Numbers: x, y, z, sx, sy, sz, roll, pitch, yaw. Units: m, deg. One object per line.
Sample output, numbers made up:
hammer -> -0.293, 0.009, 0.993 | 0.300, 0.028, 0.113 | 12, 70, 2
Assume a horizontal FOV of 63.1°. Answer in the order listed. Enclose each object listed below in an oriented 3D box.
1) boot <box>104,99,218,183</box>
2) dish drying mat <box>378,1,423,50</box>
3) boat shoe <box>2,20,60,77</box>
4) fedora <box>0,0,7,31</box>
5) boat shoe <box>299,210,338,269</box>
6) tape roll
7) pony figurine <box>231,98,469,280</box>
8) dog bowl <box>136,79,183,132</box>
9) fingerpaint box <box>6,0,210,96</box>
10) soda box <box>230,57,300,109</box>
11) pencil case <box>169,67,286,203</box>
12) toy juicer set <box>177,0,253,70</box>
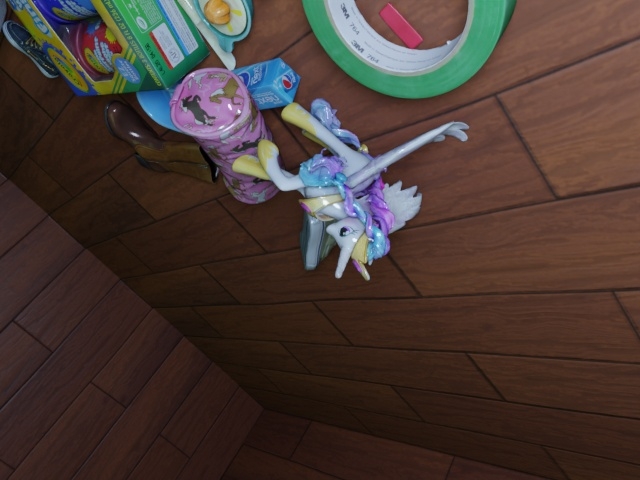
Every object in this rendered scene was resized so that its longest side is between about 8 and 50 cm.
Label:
boot -> -0.449, -0.273, 1.475 | 0.280, 0.096, 0.264 | 16, 144, 28
dish drying mat -> 0.135, -0.357, 0.869 | 0.083, 0.008, 0.032 | 42, 148, -13
boat shoe -> -0.801, -0.552, 1.472 | 0.083, 0.065, 0.183 | -15, 127, 43
fedora -> -0.928, -0.607, 1.399 | 0.124, 0.244, 0.275 | 15, 139, -25
boat shoe -> 0.000, 0.000, 1.411 | 0.094, 0.109, 0.302 | -8, 158, -10
tape roll -> 0.124, -0.372, 0.779 | 0.321, 0.077, 0.321 | 23, 145, 18
pony figurine -> 0.063, -0.119, 1.004 | 0.363, 0.351, 0.303 | 45, 150, 22
dog bowl -> -0.333, -0.337, 1.292 | 0.297, 0.074, 0.166 | 21, 147, 22
fingerpaint box -> -0.505, -0.537, 1.092 | 0.371, 0.163, 0.445 | 10, 141, 36
soda box -> -0.146, -0.324, 1.113 | 0.210, 0.067, 0.071 | 3, 161, 41
pencil case -> -0.187, -0.212, 1.135 | 0.386, 0.167, 0.160 | 69, 176, -73
toy juicer set -> -0.211, -0.466, 0.977 | 0.209, 0.089, 0.329 | 41, 150, -10
